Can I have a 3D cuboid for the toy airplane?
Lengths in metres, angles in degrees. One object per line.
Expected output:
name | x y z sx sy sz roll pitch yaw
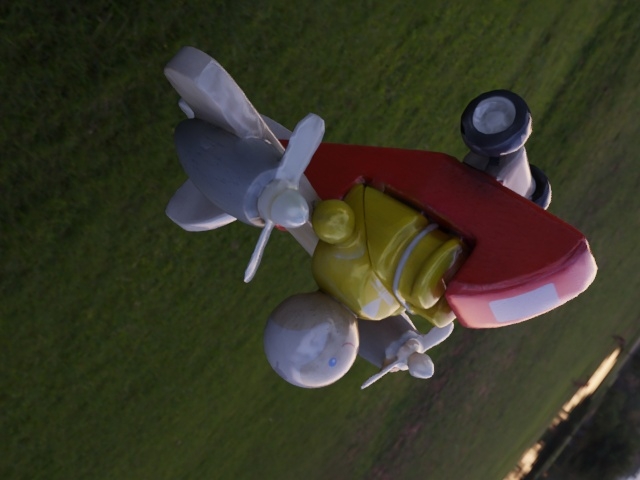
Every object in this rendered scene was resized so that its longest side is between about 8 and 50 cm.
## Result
toy airplane | 0.000 0.000 0.747 0.384 0.386 0.272 -31 -145 66
